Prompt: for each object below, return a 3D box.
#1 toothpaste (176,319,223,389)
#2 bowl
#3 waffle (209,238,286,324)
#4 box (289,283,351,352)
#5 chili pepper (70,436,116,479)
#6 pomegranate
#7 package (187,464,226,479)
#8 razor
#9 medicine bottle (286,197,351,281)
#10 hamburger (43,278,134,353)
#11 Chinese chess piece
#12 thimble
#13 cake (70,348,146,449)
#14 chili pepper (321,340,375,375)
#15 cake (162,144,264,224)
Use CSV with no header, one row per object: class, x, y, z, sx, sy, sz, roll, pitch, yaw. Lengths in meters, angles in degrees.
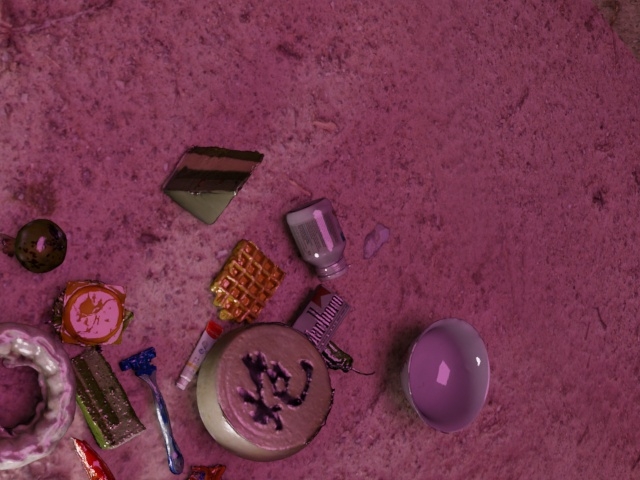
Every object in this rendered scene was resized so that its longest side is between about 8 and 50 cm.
toothpaste,-0.311,0.294,1.795,0.048,0.031,0.190,40,63,-22
bowl,0.351,0.407,2.161,0.345,0.157,0.346,3,84,-34
waffle,-0.206,0.123,1.866,0.160,0.055,0.211,45,64,-24
box,-0.005,0.222,1.949,0.115,0.036,0.177,39,65,-8
chili pepper,-0.504,0.560,1.629,0.268,0.059,0.050,64,19,-9
pomegranate,-0.639,0.012,1.557,0.161,0.122,0.122,4,82,4
package,-0.289,0.603,1.779,0.110,0.033,0.077,23,63,-36
razor,-0.390,0.427,1.713,0.093,0.056,0.324,-23,99,-35
medicine bottle,0.000,0.000,1.970,0.135,0.135,0.215,-29,102,-33
hamburger,-0.528,0.169,1.617,0.189,0.093,0.164,21,76,-30
Chinese chess piece,-0.138,0.379,1.784,0.349,0.146,0.350,13,62,-25
thimble,-0.660,0.321,1.453,0.291,0.195,0.292,4,81,-30
cake,-0.498,0.365,1.618,0.100,0.099,0.235,-27,100,-35
chili pepper,0.029,0.296,1.996,0.122,0.065,0.279,-35,93,-13
cake,-0.224,-0.130,1.753,0.172,0.283,0.158,49,61,-40
